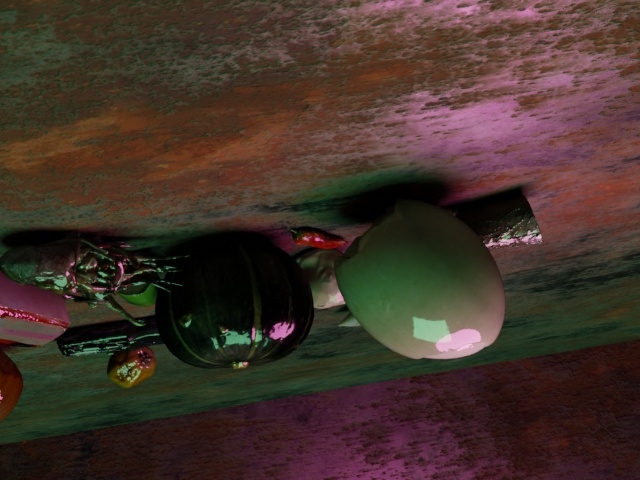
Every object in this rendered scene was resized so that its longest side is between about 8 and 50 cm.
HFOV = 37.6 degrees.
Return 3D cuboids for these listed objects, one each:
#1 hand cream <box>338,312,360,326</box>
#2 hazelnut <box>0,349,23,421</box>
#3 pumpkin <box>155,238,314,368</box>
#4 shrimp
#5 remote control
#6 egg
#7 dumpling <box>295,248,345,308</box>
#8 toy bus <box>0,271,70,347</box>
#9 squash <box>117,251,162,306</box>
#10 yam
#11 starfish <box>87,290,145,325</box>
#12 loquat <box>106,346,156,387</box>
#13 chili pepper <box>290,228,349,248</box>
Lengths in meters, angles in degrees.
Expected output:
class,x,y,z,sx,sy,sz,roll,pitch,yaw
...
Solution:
class,x,y,z,sx,sy,sz,roll,pitch,yaw
hand cream,0.148,0.183,2.460,0.147,0.093,0.306,-11,165,-15
hazelnut,-0.837,0.352,2.288,0.210,0.210,0.186,13,112,-51
pumpkin,-0.173,0.139,1.904,0.323,0.241,0.323,-13,162,-4
shrimp,-0.404,0.050,1.709,0.342,0.117,0.145,4,161,-22
remote control,-0.454,0.237,2.348,0.398,0.062,0.144,-8,161,-6
egg,0.201,0.089,1.793,0.278,0.336,0.278,-44,-170,9
dumpling,0.014,0.078,2.029,0.199,0.136,0.118,5,-156,20
toy bus,-0.629,0.124,1.812,0.147,0.128,0.302,-22,157,20
squash,-0.367,0.091,1.901,0.095,0.095,0.188,-9,163,-3
yam,0.351,-0.029,1.896,0.183,0.107,0.107,-13,162,20
starfish,-0.437,0.104,1.858,0.050,0.217,0.223,-48,-168,1
loquat,-0.511,0.337,2.554,0.137,0.113,0.137,-11,148,-7
chili pepper,0.000,0.000,1.920,0.045,0.027,0.178,-23,160,34
